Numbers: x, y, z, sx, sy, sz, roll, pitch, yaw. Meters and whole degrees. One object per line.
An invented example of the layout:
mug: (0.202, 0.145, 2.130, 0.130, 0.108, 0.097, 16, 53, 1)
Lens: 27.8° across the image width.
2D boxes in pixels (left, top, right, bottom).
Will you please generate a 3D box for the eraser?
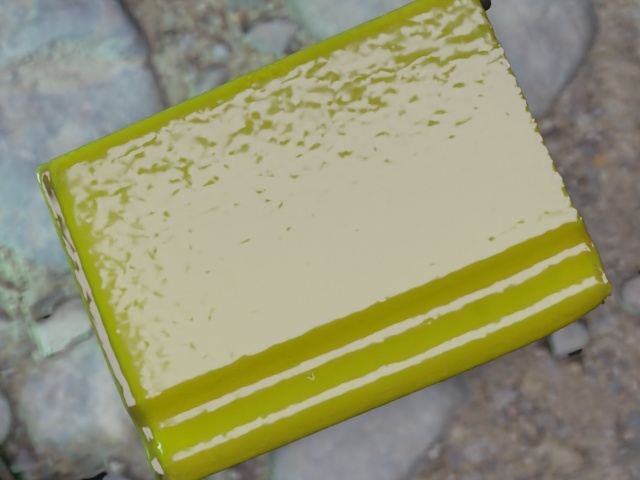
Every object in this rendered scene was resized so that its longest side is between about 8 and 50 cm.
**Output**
eraser: (0.000, 0.000, 0.580, 0.226, 0.069, 0.158, -23, 86, 5)

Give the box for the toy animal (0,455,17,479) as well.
toy animal: (-0.158, 0.237, 0.583, 0.302, 0.225, 0.284, 36, 71, -6)
